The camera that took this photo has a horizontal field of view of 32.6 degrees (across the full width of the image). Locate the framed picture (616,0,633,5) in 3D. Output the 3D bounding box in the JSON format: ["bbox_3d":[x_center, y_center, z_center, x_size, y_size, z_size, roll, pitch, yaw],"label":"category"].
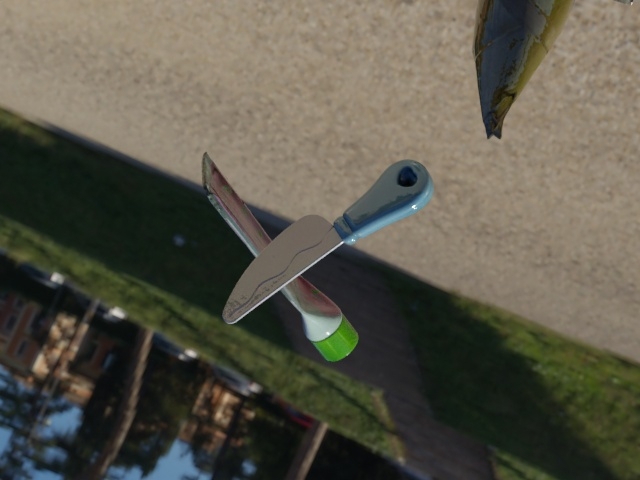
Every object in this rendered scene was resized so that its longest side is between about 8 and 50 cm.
[{"bbox_3d":[0.436,-0.495,1.735,0.213,0.289,0.016,22,147,16],"label":"framed picture"}]

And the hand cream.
[{"bbox_3d":[-0.049,0.025,1.197,0.275,0.050,0.079,53,166,-27],"label":"hand cream"}]

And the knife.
[{"bbox_3d":[0.000,-0.002,1.053,0.058,0.244,0.032,62,-169,21],"label":"knife"}]

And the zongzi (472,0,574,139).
[{"bbox_3d":[0.263,-0.311,1.373,0.123,0.289,0.260,17,146,4],"label":"zongzi"}]
